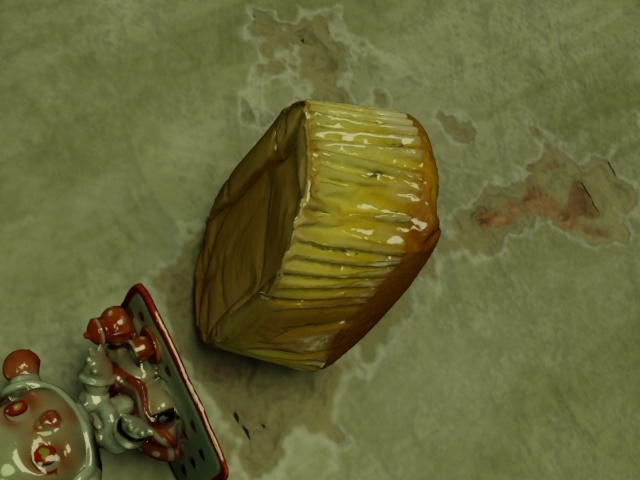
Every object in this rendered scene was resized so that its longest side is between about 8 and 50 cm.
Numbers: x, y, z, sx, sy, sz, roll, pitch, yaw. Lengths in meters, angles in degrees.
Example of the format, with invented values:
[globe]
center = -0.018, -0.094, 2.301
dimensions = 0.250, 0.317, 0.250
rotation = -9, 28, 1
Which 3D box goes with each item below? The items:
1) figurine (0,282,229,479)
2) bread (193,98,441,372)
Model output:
[figurine]
center = -0.227, 0.172, 1.040
dimensions = 0.226, 0.160, 0.183
rotation = -22, 79, -24
[bread]
center = 0.000, 0.000, 1.129
dimensions = 0.156, 0.288, 0.204
rotation = 11, 53, -21
